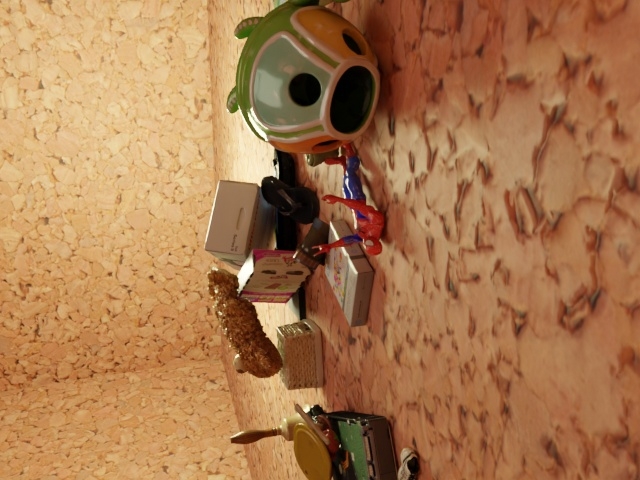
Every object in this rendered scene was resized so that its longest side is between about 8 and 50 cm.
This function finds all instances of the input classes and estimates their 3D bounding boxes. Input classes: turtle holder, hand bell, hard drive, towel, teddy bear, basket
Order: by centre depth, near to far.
[{"bbox_3d":[0.003,-0.301,1.149,0.227,0.243,0.320,33,90,44],"label":"turtle holder"},{"bbox_3d":[0.001,-0.232,1.362,0.027,0.110,0.148,6,109,34],"label":"towel"},{"bbox_3d":[0.084,0.492,1.411,0.339,0.064,0.236,135,127,-72],"label":"hard drive"},{"bbox_3d":[-0.229,0.228,1.770,0.337,0.113,0.245,66,154,3],"label":"teddy bear"},{"bbox_3d":[-0.057,0.309,1.771,0.113,0.103,0.167,-146,52,-69],"label":"basket"},{"bbox_3d":[-0.070,0.170,1.911,0.135,0.022,0.094,-144,49,-69],"label":"hard drive"},{"bbox_3d":[-0.143,0.560,1.922,0.126,0.242,0.126,174,90,-75],"label":"hand bell"}]

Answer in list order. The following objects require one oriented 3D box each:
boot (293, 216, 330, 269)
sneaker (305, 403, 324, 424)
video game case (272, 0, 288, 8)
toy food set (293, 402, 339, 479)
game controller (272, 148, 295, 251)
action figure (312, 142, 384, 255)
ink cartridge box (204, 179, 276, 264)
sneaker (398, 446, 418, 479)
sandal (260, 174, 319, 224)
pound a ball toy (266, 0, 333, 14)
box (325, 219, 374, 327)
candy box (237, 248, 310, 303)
[{"bbox_3d":[0.000,0.000,1.530,0.106,0.082,0.219,-57,2,8],"label":"boot"},{"bbox_3d":[-0.008,0.481,1.760,0.170,0.051,0.089,108,147,-64],"label":"sneaker"},{"bbox_3d":[-0.087,-0.634,1.648,0.204,0.025,0.285,110,149,-58],"label":"video game case"},{"bbox_3d":[0.004,0.456,1.468,0.128,0.071,0.217,37,138,37],"label":"toy food set"},{"bbox_3d":[-0.113,-0.108,1.874,0.166,0.067,0.319,-128,35,-62],"label":"game controller"},{"bbox_3d":[0.033,-0.076,1.247,0.091,0.139,0.280,100,156,-48],"label":"action figure"},{"bbox_3d":[-0.218,-0.034,1.902,0.289,0.122,0.211,55,-137,-73],"label":"ink cartridge box"},{"bbox_3d":[0.158,0.413,1.168,0.037,0.032,0.083,-146,51,-70],"label":"sneaker"},{"bbox_3d":[-0.089,-0.101,1.702,0.255,0.055,0.097,24,122,49],"label":"sandal"},{"bbox_3d":[-0.053,-0.380,1.419,0.208,0.136,0.319,-135,40,-66],"label":"pound a ball toy"},{"bbox_3d":[0.057,0.067,1.385,0.186,0.038,0.145,-114,24,-50],"label":"box"},{"bbox_3d":[-0.138,0.103,1.819,0.233,0.159,0.071,129,141,-58],"label":"candy box"}]
